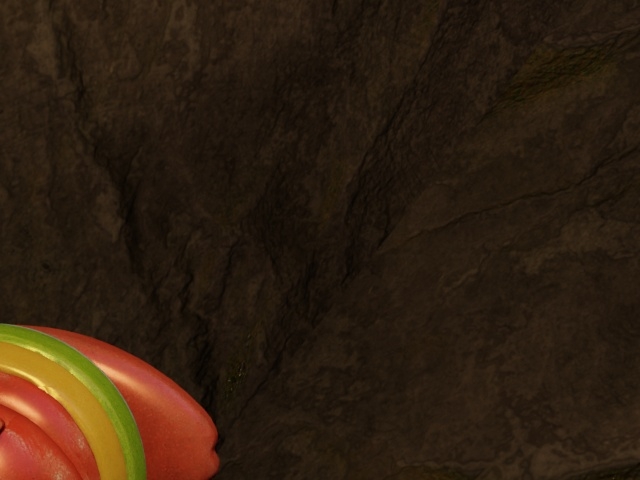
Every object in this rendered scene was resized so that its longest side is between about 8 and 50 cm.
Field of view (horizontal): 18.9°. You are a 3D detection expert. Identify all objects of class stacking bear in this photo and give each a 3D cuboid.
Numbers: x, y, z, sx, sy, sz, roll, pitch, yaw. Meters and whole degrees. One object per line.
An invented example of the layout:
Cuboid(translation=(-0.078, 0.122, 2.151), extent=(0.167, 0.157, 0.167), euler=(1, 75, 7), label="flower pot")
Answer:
Cuboid(translation=(-0.154, 0.119, 0.880), extent=(0.164, 0.175, 0.289), euler=(41, -2, -1), label="stacking bear")
